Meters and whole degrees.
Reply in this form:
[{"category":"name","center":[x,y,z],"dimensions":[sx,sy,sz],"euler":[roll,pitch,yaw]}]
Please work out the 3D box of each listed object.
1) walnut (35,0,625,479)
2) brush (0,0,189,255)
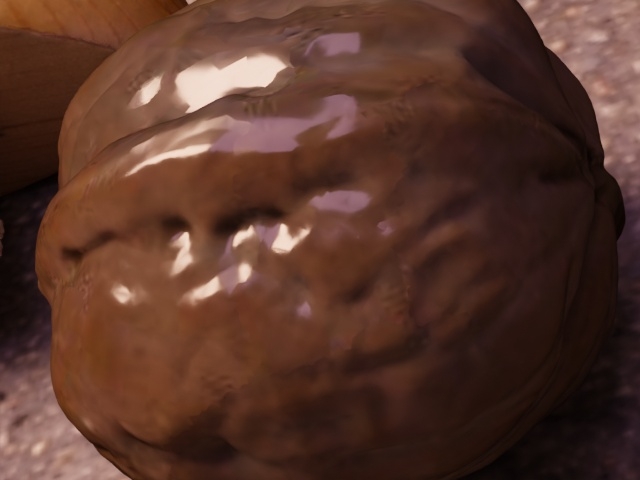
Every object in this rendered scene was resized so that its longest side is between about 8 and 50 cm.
[{"category":"walnut","center":[0.000,0.000,0.696],"dimensions":[0.224,0.224,0.224],"euler":[-15,43,15]},{"category":"brush","center":[-0.181,-0.046,0.872],"dimensions":[0.267,0.174,0.166],"euler":[-11,55,-4]}]
